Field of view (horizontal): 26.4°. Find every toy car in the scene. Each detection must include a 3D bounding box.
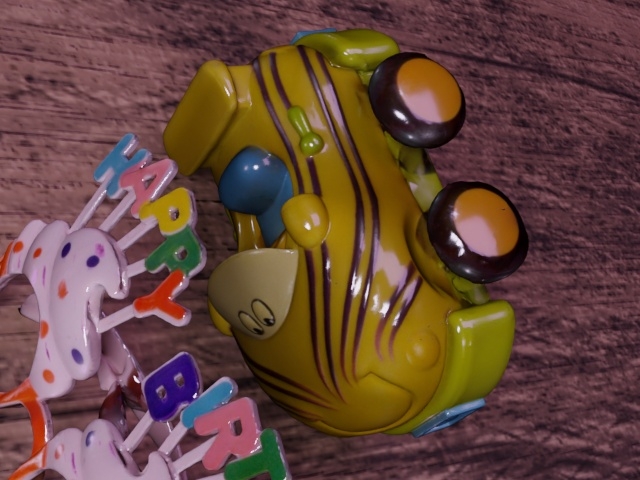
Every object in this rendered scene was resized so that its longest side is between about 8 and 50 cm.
[{"bbox_3d":[0.000,0.000,0.791,0.142,0.200,0.248,-12,68,-30],"label":"toy car"}]

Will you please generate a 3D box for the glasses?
[{"bbox_3d":[-0.080,0.082,0.638,0.095,0.162,0.255,9,56,-50],"label":"glasses"}]
